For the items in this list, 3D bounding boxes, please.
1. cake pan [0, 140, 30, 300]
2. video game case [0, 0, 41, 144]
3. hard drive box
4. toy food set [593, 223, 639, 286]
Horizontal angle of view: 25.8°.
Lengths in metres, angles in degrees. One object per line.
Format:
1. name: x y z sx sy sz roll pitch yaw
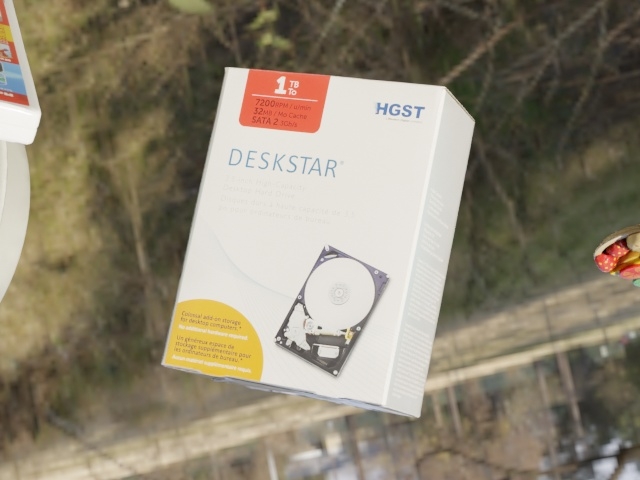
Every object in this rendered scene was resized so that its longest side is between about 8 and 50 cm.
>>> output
1. cake pan: -0.333 -0.019 1.056 0.293 0.293 0.054 -14 161 27
2. video game case: -0.296 -0.144 0.910 0.204 0.025 0.285 12 -159 -21
3. hard drive box: 0.000 0.000 1.038 0.181 0.232 0.089 7 170 23
4. toy food set: 0.234 0.009 0.976 0.082 0.020 0.083 13 152 -35
